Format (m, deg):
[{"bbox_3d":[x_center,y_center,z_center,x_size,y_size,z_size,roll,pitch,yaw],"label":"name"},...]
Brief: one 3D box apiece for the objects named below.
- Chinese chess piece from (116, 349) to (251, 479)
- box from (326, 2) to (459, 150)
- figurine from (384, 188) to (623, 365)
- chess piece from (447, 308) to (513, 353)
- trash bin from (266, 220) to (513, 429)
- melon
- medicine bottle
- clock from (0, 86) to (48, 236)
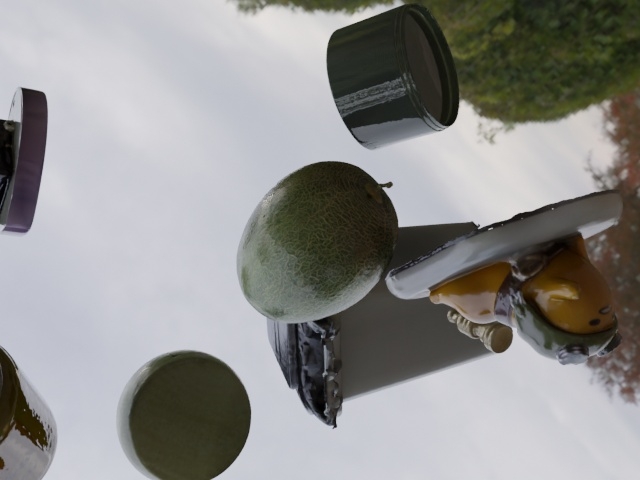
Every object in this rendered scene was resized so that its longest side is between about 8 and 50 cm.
[{"bbox_3d":[-0.251,0.327,1.674,0.250,0.250,0.101,36,164,-22],"label":"Chinese chess piece"},{"bbox_3d":[0.131,-0.284,1.585,0.226,0.149,0.226,31,-127,-52],"label":"box"},{"bbox_3d":[0.189,0.060,0.867,0.166,0.250,0.141,-7,-105,-45],"label":"figurine"},{"bbox_3d":[0.184,0.102,1.071,0.035,0.035,0.092,29,179,-36],"label":"chess piece"},{"bbox_3d":[0.112,0.112,1.431,0.367,0.256,0.296,-9,-153,-14],"label":"trash bin"},{"bbox_3d":[0.000,0.000,0.870,0.139,0.192,0.139,33,-148,-24],"label":"melon"},{"bbox_3d":[-0.548,0.254,1.354,0.224,0.224,0.384,56,164,25],"label":"medicine bottle"},{"bbox_3d":[-0.384,-0.083,1.108,0.064,0.198,0.172,8,-131,-26],"label":"clock"}]
